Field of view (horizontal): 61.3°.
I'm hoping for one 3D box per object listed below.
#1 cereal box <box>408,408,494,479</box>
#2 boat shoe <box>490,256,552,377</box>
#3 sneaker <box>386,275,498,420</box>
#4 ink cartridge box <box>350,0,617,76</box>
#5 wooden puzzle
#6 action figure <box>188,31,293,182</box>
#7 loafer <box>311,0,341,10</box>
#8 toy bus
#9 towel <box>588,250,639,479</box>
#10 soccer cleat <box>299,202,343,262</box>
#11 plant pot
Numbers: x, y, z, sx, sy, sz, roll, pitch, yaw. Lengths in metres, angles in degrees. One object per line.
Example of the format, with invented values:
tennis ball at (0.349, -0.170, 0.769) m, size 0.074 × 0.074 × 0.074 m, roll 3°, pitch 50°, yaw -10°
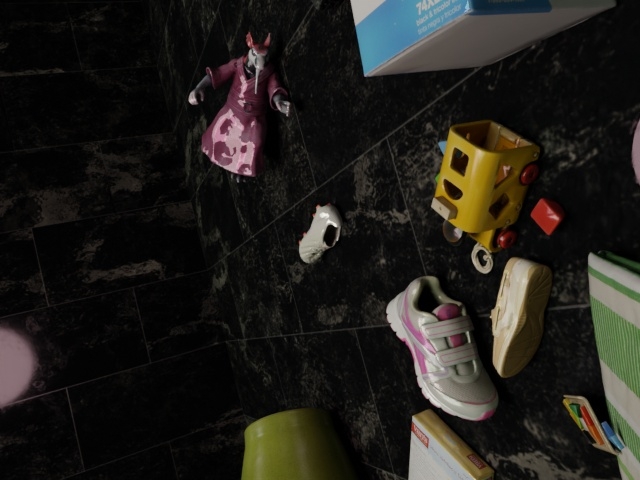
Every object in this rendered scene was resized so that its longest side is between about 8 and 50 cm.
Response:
cereal box at (0.227, 0.453, 0.975) m, size 0.173 × 0.047 × 0.240 m, roll 38°, pitch 134°, yaw 54°
boat shoe at (0.261, 0.101, 0.725) m, size 0.059 × 0.062 × 0.170 m, roll 41°, pitch 128°, yaw 56°
sneaker at (0.191, 0.158, 0.844) m, size 0.252 × 0.102 × 0.111 m, roll 58°, pitch 151°, yaw 35°
ink cartridge box at (0.148, -0.345, 0.579) m, size 0.197 × 0.198 × 0.270 m, roll -3°, pitch 99°, yaw 66°
wooden puzzle at (0.319, 0.219, 0.643) m, size 0.079 × 0.014 × 0.116 m, roll 63°, pitch -179°, yaw 24°
action figure at (-0.170, -0.345, 1.362) m, size 0.276 × 0.247 × 0.370 m, roll -64°, pitch -3°, yaw -56°
loafer at (0.027, -0.486, 0.917) m, size 0.078 × 0.076 × 0.223 m, roll 66°, pitch 158°, yaw 6°
toy bus at (0.202, -0.056, 0.716) m, size 0.191 × 0.104 × 0.202 m, roll -31°, pitch 73°, yaw 65°
towel at (0.323, 0.179, 0.514) m, size 0.248 × 0.038 × 0.325 m, roll -29°, pitch -73°, yaw -78°
soccer cleat at (0.000, 0.000, 1.226) m, size 0.076 × 0.068 × 0.196 m, roll 59°, pitch 147°, yaw 29°
plant pot at (-0.055, 0.630, 1.357) m, size 0.367 × 0.366 × 0.353 m, roll 112°, pitch 149°, yaw -52°
